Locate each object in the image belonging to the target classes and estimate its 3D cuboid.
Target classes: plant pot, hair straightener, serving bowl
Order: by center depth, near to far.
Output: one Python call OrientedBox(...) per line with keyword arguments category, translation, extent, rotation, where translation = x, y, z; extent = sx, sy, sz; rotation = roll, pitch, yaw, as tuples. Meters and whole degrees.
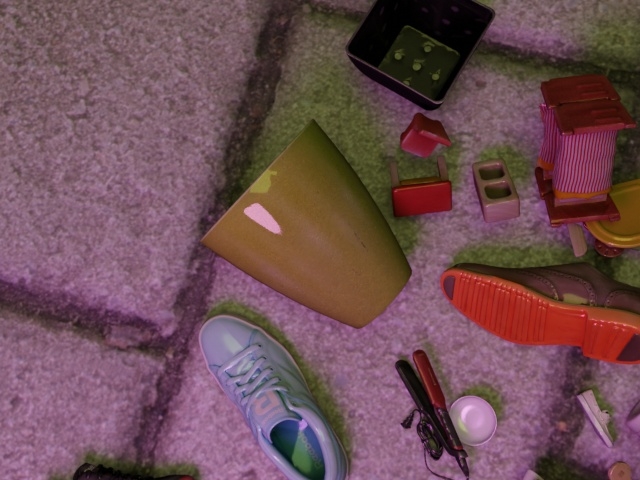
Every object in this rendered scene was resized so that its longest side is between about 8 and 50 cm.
OrientedBox(category="plant pot", translation=(0.000, 0.000, 1.575), extent=(0.293, 0.275, 0.275), rotation=(43, 85, -5))
OrientedBox(category="serving bowl", translation=(0.257, 0.300, 1.599), extent=(0.083, 0.027, 0.083), rotation=(-1, 89, 25))
OrientedBox(category="hair straightener", translation=(0.183, 0.304, 1.604), extent=(0.089, 0.047, 0.230), rotation=(-32, 79, 32))
OrientedBox(category="plant pot", translation=(0.169, -0.331, 1.652), extent=(0.187, 0.167, 0.188), rotation=(31, 84, 8))

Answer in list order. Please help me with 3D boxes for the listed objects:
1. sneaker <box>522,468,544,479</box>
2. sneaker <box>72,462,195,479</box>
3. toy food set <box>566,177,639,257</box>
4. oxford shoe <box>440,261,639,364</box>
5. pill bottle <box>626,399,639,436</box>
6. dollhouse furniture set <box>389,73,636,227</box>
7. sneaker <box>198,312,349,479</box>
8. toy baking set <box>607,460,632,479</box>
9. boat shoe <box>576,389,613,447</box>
OrientedBox(category="sneaker", translation=(0.295, 0.487, 1.529), extent=(0.322, 0.130, 0.236), rotation=(0, 72, 7))
OrientedBox(category="sneaker", translation=(-0.339, 0.424, 1.586), extent=(0.276, 0.097, 0.135), rotation=(-18, 82, 2))
OrientedBox(category="toy food set", translation=(0.518, -0.027, 1.632), extent=(0.218, 0.071, 0.128), rotation=(-13, 55, -1))
OrientedBox(category="oxford shoe", translation=(0.385, 0.098, 1.606), extent=(0.363, 0.130, 0.133), rotation=(17, 49, 13))
OrientedBox(category="pill bottle", translation=(0.601, 0.324, 1.537), extent=(0.193, 0.108, 0.108), rotation=(44, 85, 10))
OrientedBox(category="dollhouse furniture set", translation=(0.300, -0.129, 1.566), extent=(0.374, 0.201, 0.152), rotation=(-8, 42, 2))
OrientedBox(category="sneaker", translation=(-0.076, 0.261, 1.572), extent=(0.135, 0.150, 0.366), rotation=(-41, 80, -5))
OrientedBox(category="toy baking set", translation=(0.511, 0.418, 1.470), extent=(0.196, 0.030, 0.256), rotation=(-18, 104, -10))
OrientedBox(category="boat shoe", translation=(0.466, 0.295, 1.589), extent=(0.035, 0.035, 0.100), rotation=(-28, 73, 1))
